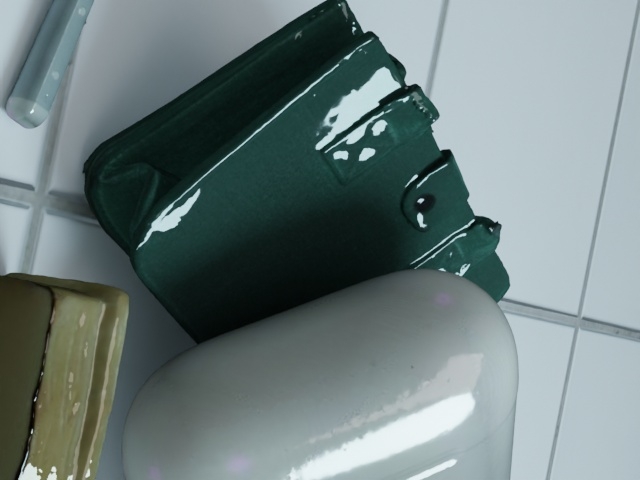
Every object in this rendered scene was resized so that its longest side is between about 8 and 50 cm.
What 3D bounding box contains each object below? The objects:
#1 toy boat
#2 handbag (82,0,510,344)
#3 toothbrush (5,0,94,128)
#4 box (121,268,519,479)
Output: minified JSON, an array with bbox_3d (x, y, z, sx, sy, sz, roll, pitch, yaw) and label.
[{"bbox_3d":[-0.190,0.110,0.886,0.061,0.116,0.188,20,79,-54],"label":"toy boat"},{"bbox_3d":[-0.001,0.001,1.074,0.238,0.089,0.326,-36,138,-1],"label":"handbag"},{"bbox_3d":[-0.133,-0.230,0.958,0.025,0.030,0.342,38,66,-55],"label":"toothbrush"},{"bbox_3d":[0.007,0.185,1.081,0.289,0.141,0.349,-19,137,-15],"label":"box"}]
